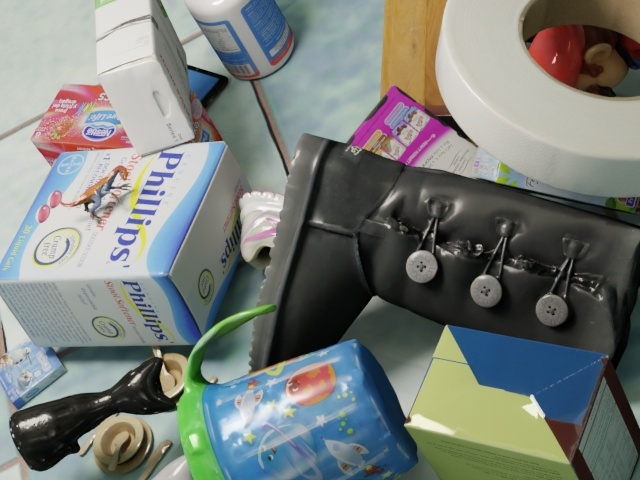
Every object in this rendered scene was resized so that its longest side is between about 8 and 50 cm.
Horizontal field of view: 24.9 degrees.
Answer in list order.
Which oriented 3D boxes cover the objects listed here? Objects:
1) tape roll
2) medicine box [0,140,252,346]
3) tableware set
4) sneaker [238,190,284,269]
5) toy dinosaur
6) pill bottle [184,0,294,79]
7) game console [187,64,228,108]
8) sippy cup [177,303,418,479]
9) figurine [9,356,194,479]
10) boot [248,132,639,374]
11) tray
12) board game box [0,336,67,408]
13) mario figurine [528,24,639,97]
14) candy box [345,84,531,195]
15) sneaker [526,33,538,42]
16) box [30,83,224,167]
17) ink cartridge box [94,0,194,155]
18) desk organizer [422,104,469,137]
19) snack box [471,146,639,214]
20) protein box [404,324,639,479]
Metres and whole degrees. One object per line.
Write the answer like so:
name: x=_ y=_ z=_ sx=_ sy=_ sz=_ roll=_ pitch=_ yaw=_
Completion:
tape roll: x=0.334 y=-0.216 z=1.736 sx=0.392 sy=0.072 sz=0.392 roll=3 pitch=50 yaw=-3
medicine box: x=-0.269 y=0.005 z=2.050 sx=0.289 sy=0.149 sz=0.263 roll=-3 pitch=45 yaw=25
tableware set: x=-0.242 y=0.228 z=1.963 sx=0.128 sy=0.039 sz=0.194 roll=22 pitch=67 yaw=36
sneaker: x=0.000 y=0.000 z=1.989 sx=0.252 sy=0.103 sz=0.111 roll=0 pitch=67 yaw=25
toy dinosaur: x=-0.297 y=-0.069 z=1.973 sx=0.082 sy=0.090 sz=0.047 roll=-68 pitch=26 yaw=18
pill bottle: x=-0.136 y=-0.363 z=2.242 sx=0.124 sy=0.221 sz=0.124 roll=-13 pitch=51 yaw=16
game console: x=-0.244 y=-0.250 z=2.305 sx=0.144 sy=0.124 sz=0.085 roll=20 pitch=92 yaw=36
sippy cup: x=-0.015 y=0.235 z=1.705 sx=0.224 sy=0.305 sz=0.240 roll=-27 pitch=31 yaw=10
figurine: x=-0.260 y=0.280 z=1.856 sx=0.209 sy=0.092 sz=0.214 roll=-24 pitch=89 yaw=3
boot: x=0.154 y=0.091 z=1.789 sx=0.445 sy=0.367 sz=0.146 roll=16 pitch=23 yaw=11
tray: x=0.192 y=-0.254 z=2.100 sx=0.203 sy=0.076 sz=0.410 roll=-10 pitch=52 yaw=19
board game box: x=-0.424 y=0.185 z=2.098 sx=0.090 sy=0.020 sz=0.090 roll=-38 pitch=48 yaw=-7
mario figurine: x=0.424 y=-0.238 z=1.934 sx=0.321 sy=0.198 sz=0.170 roll=-18 pitch=69 yaw=-2
candy box: x=0.137 y=-0.069 z=1.900 sx=0.233 sy=0.071 sz=0.159 roll=38 pitch=77 yaw=3
sneaker: x=0.324 y=-0.316 z=2.000 sx=0.118 sy=0.222 sz=0.083 roll=1 pitch=96 yaw=24
box: x=-0.294 y=-0.151 z=2.219 sx=0.257 sy=0.128 sz=0.122 roll=6 pitch=57 yaw=29
ink cartridge box: x=-0.253 y=-0.253 z=2.078 sx=0.093 sy=0.160 sz=0.219 roll=-18 pitch=41 yaw=7
desk organizer: x=0.162 y=-0.173 z=1.972 sx=0.130 sy=0.047 sz=0.050 roll=1 pitch=54 yaw=26
snack box: x=0.305 y=-0.084 z=1.793 sx=0.207 sy=0.174 sz=0.070 roll=13 pitch=94 yaw=-4
protein box: x=0.234 y=0.217 z=1.629 sx=0.200 sy=0.201 sz=0.136 roll=9 pitch=60 yaw=31
